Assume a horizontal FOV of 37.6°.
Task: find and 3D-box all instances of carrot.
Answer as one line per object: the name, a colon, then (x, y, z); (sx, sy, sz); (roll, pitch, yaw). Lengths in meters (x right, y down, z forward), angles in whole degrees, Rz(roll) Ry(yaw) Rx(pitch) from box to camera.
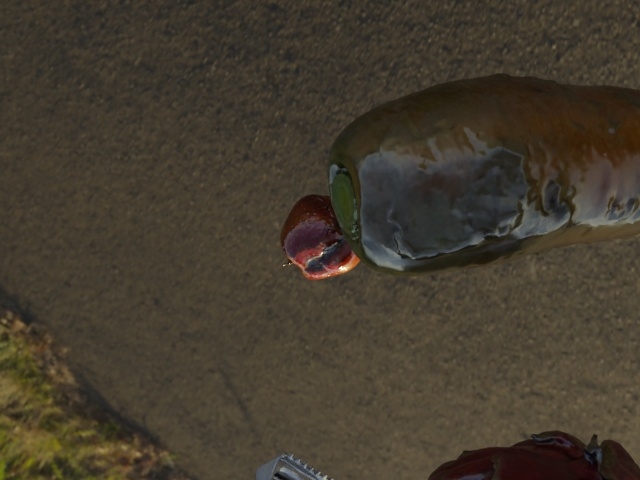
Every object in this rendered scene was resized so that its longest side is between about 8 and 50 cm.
carrot: (0.153, -0.053, 0.666); (0.301, 0.139, 0.139); (-9, 142, -23)

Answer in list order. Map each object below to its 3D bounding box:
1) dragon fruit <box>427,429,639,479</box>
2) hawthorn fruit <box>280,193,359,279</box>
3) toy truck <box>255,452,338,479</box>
dragon fruit: (0.204, 0.322, 0.812); (0.329, 0.329, 0.329); (11, 136, 11)
hawthorn fruit: (0.000, 0.000, 0.945); (0.093, 0.093, 0.093); (11, 136, 11)
toy truck: (-0.104, 0.349, 1.022); (0.285, 0.111, 0.136); (-38, 129, 15)
